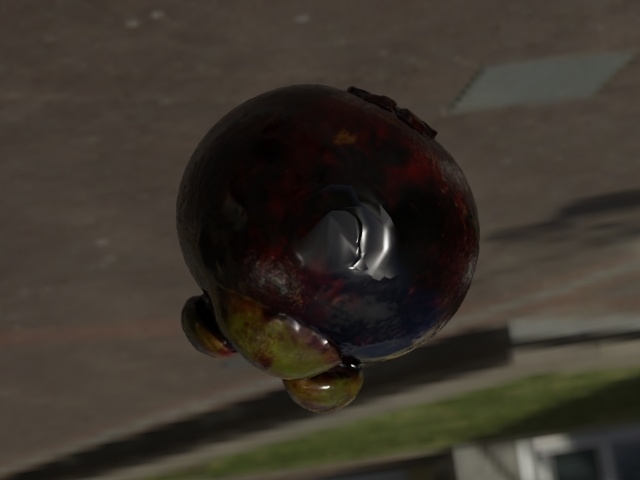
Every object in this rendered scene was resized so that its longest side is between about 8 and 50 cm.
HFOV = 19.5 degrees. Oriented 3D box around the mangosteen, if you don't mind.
[{"bbox_3d":[0.000,0.000,1.181,0.210,0.209,0.210,-8,170,-1],"label":"mangosteen"}]
